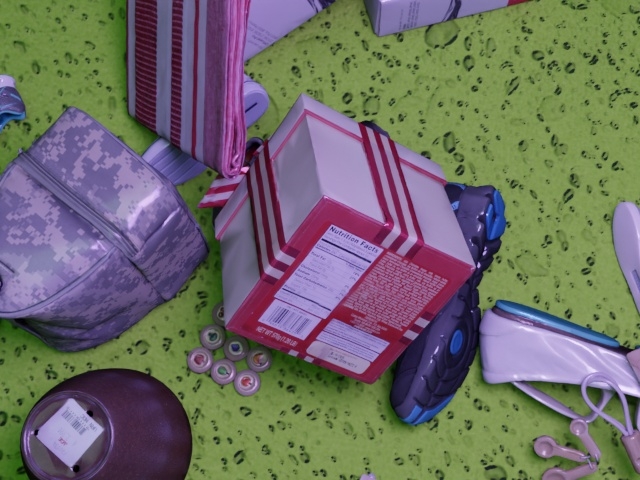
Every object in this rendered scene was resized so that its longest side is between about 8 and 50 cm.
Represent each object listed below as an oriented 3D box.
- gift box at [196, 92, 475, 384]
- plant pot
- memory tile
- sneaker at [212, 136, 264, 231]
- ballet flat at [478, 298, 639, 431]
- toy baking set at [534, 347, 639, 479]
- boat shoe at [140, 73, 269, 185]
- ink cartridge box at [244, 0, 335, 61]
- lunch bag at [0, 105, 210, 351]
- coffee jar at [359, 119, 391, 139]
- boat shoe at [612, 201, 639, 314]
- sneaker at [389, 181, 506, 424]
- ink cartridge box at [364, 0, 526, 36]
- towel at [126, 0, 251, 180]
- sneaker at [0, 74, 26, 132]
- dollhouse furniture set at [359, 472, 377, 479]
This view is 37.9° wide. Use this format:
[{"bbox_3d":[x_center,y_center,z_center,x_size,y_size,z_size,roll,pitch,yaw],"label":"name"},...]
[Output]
[{"bbox_3d":[0.000,0.000,1.171,0.255,0.258,0.276,29,119,-27],"label":"gift box"},{"bbox_3d":[-0.285,0.252,1.166,0.215,0.230,0.215,0,74,1],"label":"plant pot"},{"bbox_3d":[-0.110,0.135,1.307,0.113,0.012,0.148,25,76,7],"label":"memory tile"},{"bbox_3d":[-0.119,-0.081,1.339,0.061,0.065,0.158,17,76,6],"label":"sneaker"},{"bbox_3d":[0.402,0.188,1.238,0.400,0.139,0.139,15,76,9],"label":"ballet flat"},{"bbox_3d":[0.389,0.271,1.184,0.197,0.030,0.256,33,110,6],"label":"toy baking set"},{"bbox_3d":[-0.180,-0.161,1.366,0.226,0.083,0.076,-34,48,-6],"label":"boat shoe"},{"bbox_3d":[-0.054,-0.482,1.317,0.395,0.166,0.285,-30,73,20],"label":"ink cartridge box"},{"bbox_3d":[-0.309,0.013,1.194,0.212,0.305,0.256,37,77,11],"label":"lunch bag"},{"bbox_3d":[0.014,-0.104,1.325,0.184,0.096,0.079,-26,107,-7],"label":"coffee jar"},{"bbox_3d":[0.465,0.031,1.301,0.063,0.066,0.184,-11,72,-16],"label":"boat shoe"},{"bbox_3d":[0.149,0.082,1.281,0.139,0.125,0.341,11,75,30],"label":"sneaker"},{"bbox_3d":[0.189,-0.445,1.406,0.273,0.114,0.197,-15,75,-1],"label":"ink cartridge box"},{"bbox_3d":[-0.182,-0.238,1.228,0.037,0.329,0.237,-8,114,-31],"label":"towel"},{"bbox_3d":[-0.510,-0.174,1.375,0.166,0.065,0.076,-36,82,-6],"label":"sneaker"},{"bbox_3d":[0.021,0.321,1.227,0.114,0.091,0.081,24,61,10],"label":"dollhouse furniture set"}]
